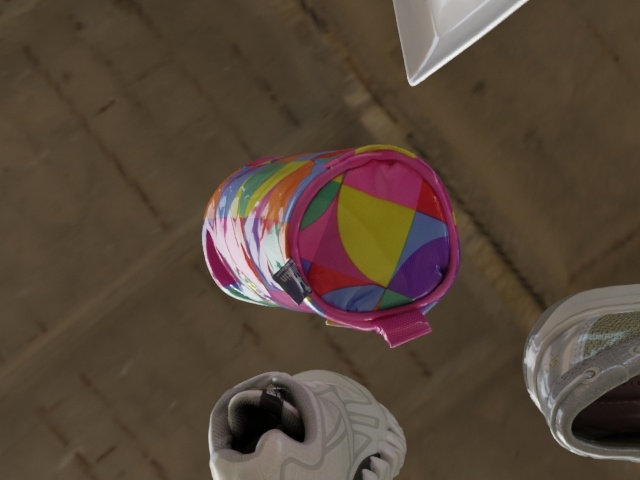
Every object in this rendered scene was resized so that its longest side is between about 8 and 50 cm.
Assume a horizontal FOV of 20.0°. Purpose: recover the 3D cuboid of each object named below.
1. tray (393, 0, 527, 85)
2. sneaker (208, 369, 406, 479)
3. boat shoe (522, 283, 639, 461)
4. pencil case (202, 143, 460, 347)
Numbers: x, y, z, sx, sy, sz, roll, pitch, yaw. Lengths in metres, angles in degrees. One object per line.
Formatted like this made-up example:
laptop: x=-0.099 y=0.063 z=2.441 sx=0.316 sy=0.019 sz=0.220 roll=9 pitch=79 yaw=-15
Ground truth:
tray: x=0.108 y=-0.210 z=1.236 sx=0.030 sy=0.270 sz=0.145 roll=-8 pitch=-99 yaw=-20
sneaker: x=-0.014 y=0.128 z=1.150 sx=0.110 sy=0.292 sz=0.118 roll=-27 pitch=-78 yaw=7
boat shoe: x=0.278 y=0.073 z=1.015 sx=0.320 sy=0.103 sz=0.118 roll=-2 pitch=-70 yaw=-2
pencil case: x=0.000 y=0.000 z=1.017 sx=0.104 sy=0.236 sz=0.104 roll=-1 pitch=-87 yaw=-14
